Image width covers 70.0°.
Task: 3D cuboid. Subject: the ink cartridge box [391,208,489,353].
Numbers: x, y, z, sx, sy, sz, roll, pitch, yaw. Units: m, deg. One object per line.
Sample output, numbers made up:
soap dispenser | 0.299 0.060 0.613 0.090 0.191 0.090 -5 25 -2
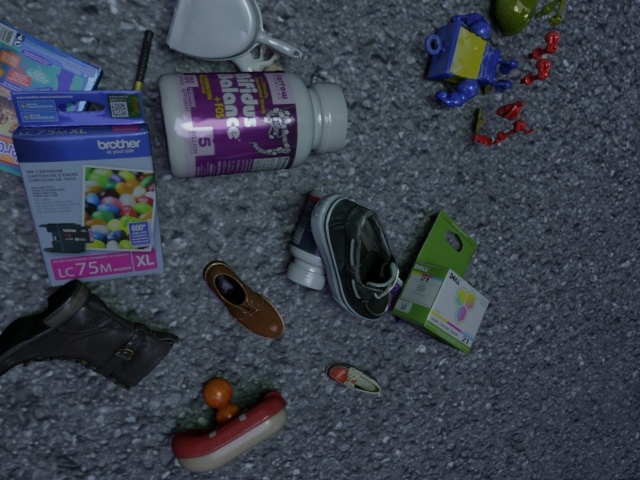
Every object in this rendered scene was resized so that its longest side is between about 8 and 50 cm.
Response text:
ink cartridge box | 0.290 0.089 1.000 0.188 0.097 0.255 34 79 -37

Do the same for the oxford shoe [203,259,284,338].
oxford shoe | -0.146 0.130 0.898 0.076 0.076 0.212 -47 114 -7

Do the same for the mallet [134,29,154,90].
mallet | -0.311 -0.259 0.780 0.039 0.062 0.190 12 82 -24

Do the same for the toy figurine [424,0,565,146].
toy figurine | 0.316 -0.392 0.906 0.217 0.191 0.363 11 96 -17

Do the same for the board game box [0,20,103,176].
board game box | -0.464 -0.210 0.721 0.160 0.047 0.210 23 93 -24

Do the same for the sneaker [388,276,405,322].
sneaker | 0.158 0.120 1.015 0.071 0.068 0.170 -36 112 -4

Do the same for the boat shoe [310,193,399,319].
boat shoe | 0.083 0.060 0.849 0.121 0.119 0.335 -50 138 -19

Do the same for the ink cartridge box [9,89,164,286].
ink cartridge box | -0.362 -0.077 0.735 0.185 0.065 0.311 -7 119 -19

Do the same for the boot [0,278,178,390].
boot | -0.416 0.206 0.804 0.262 0.091 0.229 -35 125 7

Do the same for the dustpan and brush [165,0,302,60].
dustpan and brush | -0.127 -0.347 0.754 0.211 0.060 0.147 21 114 -14

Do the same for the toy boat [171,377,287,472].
toy boat | -0.188 0.347 0.911 0.231 0.151 0.151 -27 79 -14

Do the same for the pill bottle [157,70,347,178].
pill bottle | -0.114 -0.203 0.788 0.301 0.169 0.170 -9 104 -19

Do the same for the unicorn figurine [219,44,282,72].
unicorn figurine | -0.145 -0.337 0.806 0.162 0.060 0.111 42 86 -23

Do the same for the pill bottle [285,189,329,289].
pill bottle | 0.000 0.000 0.907 0.107 0.108 0.180 19 94 -23

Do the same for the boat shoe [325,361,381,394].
boat shoe | 0.076 0.315 1.036 0.137 0.043 0.049 26 93 -22
